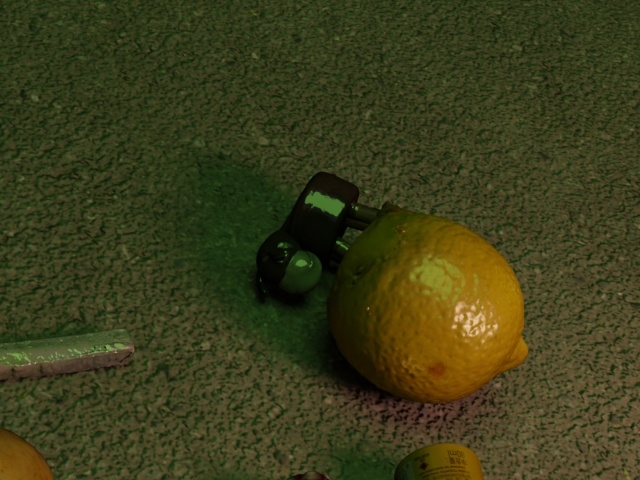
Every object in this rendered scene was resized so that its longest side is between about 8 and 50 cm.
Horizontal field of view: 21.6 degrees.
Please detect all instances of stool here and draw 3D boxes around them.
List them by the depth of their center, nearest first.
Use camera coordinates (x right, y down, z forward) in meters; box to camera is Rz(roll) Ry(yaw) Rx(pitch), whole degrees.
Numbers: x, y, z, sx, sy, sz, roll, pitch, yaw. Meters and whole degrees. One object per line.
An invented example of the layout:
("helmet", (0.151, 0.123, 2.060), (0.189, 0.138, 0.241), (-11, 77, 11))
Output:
("stool", (0.000, 0.000, 2.180), (0.121, 0.125, 0.217), (29, 52, 6))

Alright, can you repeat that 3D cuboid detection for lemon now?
("lemon", (0.134, 0.087, 2.066), (0.253, 0.228, 0.228), (36, 44, 13))

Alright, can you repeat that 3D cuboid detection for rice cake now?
("rice cake", (-0.321, 0.134, 1.971), (0.211, 0.034, 0.043), (-6, 45, -26))

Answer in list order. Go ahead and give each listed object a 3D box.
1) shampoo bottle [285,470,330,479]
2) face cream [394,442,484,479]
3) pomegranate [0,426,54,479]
("shampoo bottle", (0.037, 0.395, 1.798), (0.129, 0.084, 0.323), (-25, 54, -2))
("face cream", (0.161, 0.390, 1.846), (0.105, 0.105, 0.348), (5, 44, -17))
("pomegranate", (-0.366, 0.277, 1.710), (0.196, 0.196, 0.196), (11, 43, -11))
